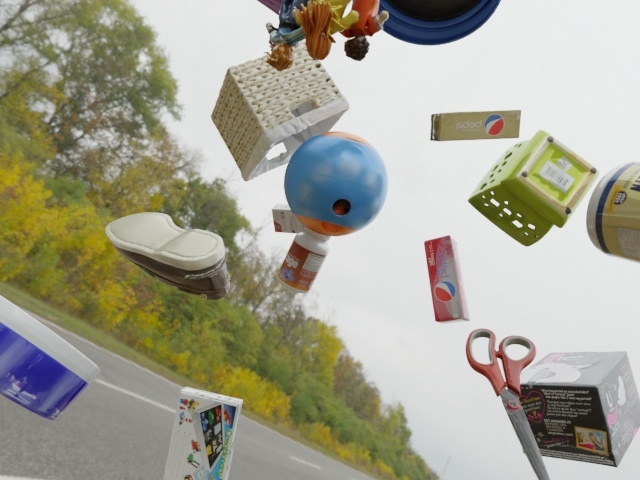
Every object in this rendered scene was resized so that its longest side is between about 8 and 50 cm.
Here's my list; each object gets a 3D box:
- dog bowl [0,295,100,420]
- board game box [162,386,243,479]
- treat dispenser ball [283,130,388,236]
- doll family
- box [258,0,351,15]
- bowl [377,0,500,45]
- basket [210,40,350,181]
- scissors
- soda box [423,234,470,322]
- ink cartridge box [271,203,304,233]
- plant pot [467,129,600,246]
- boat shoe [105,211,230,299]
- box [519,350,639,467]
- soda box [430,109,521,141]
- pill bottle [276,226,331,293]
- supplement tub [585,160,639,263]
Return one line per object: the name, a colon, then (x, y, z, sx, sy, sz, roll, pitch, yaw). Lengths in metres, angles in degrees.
dog bowl: (-0.521, 0.187, 0.724, 0.265, 0.104, 0.264, 24, -33, 16)
board game box: (-0.365, 0.628, 1.317, 0.193, 0.305, 0.053, 11, -2, 7)
treat dispenser ball: (0.043, -0.155, 1.178, 0.288, 0.288, 0.288, 28, -21, 12)
doll family: (-0.023, -0.351, 0.673, 0.263, 0.163, 0.118, 17, 4, 43)
box: (-0.017, -0.586, 0.933, 0.201, 0.293, 0.057, 33, -30, -6)
bowl: (0.258, -0.665, 1.041, 0.391, 0.077, 0.391, 21, -21, 8)
basket: (-0.144, -0.413, 1.386, 0.266, 0.328, 0.331, 58, -26, -2)
scissors: (0.265, 0.229, 0.620, 0.109, 0.297, 0.021, 3, -60, 20)
soda box: (0.394, 0.123, 1.331, 0.092, 0.263, 0.083, -15, -23, 28)
ink cartridge box: (-0.105, -0.082, 1.594, 0.135, 0.056, 0.099, 4, -60, 15)
plant pot: (0.586, -0.146, 1.163, 0.228, 0.227, 0.207, 39, -11, 4)
boat shoe: (-0.287, 0.023, 0.788, 0.324, 0.117, 0.096, 15, -52, 36)
box: (0.507, 0.314, 0.843, 0.247, 0.142, 0.163, -3, -9, -44)
soda box: (0.336, -0.251, 0.930, 0.181, 0.061, 0.058, -4, 15, -5)
pill bottle: (-0.046, 0.051, 1.366, 0.121, 0.216, 0.121, 24, 11, -5)
supplement tub: (0.761, -0.043, 0.872, 0.228, 0.228, 0.316, 43, -6, -25)
